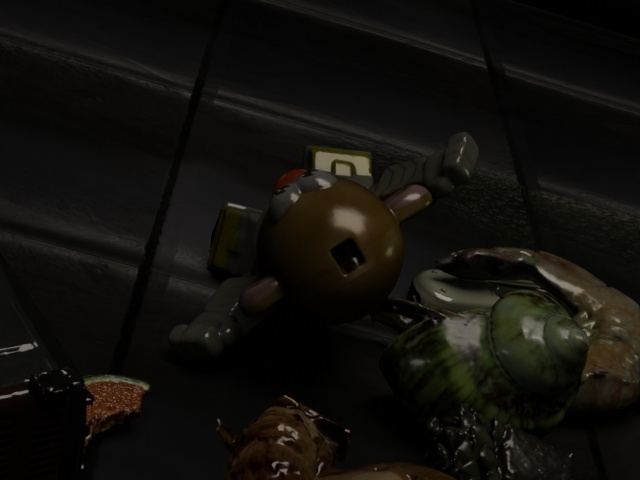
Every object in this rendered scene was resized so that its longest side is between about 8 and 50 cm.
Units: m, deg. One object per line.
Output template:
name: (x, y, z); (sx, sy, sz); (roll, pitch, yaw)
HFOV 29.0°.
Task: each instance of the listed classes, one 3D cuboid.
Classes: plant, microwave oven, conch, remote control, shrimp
plant: (0.157, 0.207, 1.130); (0.143, 0.092, 0.094); (18, 55, -14)
microwave oven: (-0.296, 0.110, 0.929); (0.188, 0.178, 0.247); (-10, 39, -31)
conch: (0.172, 0.125, 1.200); (0.187, 0.181, 0.124); (19, 28, -31)
remote control: (0.211, 0.071, 1.462); (0.221, 0.042, 0.078); (8, 31, -18)
shrimp: (0.213, 0.086, 1.367); (0.360, 0.085, 0.247); (10, 40, -10)

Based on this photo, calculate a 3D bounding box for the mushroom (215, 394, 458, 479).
mushroom: (-0.021, 0.241, 0.831); (0.297, 0.163, 0.278); (-9, 33, 10)

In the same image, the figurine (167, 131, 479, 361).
figurine: (0.002, 0.000, 1.249); (0.167, 0.342, 0.285); (34, 4, -15)

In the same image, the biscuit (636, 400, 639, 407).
biscuit: (0.437, 0.172, 1.427); (0.199, 0.034, 0.064); (-4, 35, -37)

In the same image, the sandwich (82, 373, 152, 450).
sandwich: (-0.204, 0.152, 1.076); (0.067, 0.029, 0.135); (33, 33, 22)
